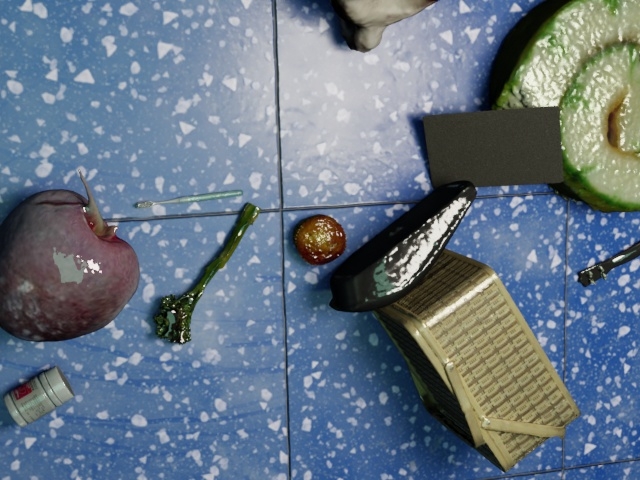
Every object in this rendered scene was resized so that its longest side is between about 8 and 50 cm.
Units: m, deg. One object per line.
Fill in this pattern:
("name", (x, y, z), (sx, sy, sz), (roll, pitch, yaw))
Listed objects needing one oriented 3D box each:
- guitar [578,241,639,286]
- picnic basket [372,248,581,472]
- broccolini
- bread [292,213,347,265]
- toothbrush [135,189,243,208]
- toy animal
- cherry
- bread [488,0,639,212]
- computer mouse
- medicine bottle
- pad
("guitar", (0.567, 0.008, 1.852), (0.271, 0.038, 0.083), (-28, 104, -9))
("picnic basket", (0.238, 0.195, 1.699), (0.175, 0.228, 0.312), (-36, 106, -8))
("broccolini", (-0.178, 0.048, 1.673), (0.058, 0.071, 0.254), (29, 83, 24))
("bread", (0.000, 0.000, 1.692), (0.085, 0.053, 0.085), (-3, 100, -14))
("toothbrush", (-0.201, -0.064, 1.649), (0.167, 0.014, 0.011), (-8, 93, -13))
("toy animal", (0.059, -0.460, 1.552), (0.194, 0.303, 0.344), (-9, 78, -18))
("cherry", (-0.373, 0.038, 1.535), (0.266, 0.183, 0.213), (-41, 90, 17))
("bread", (0.457, -0.227, 1.734), (0.382, 0.129, 0.366), (-4, 101, -13))
("computer mouse", (0.138, 0.019, 1.668), (0.295, 0.168, 0.087), (-40, 99, -7))
("medicine bottle", (-0.427, 0.236, 1.618), (0.091, 0.058, 0.058), (-30, 106, -8))
("pad", (0.274, -0.145, 1.689), (0.212, 0.003, 0.142), (-2, 125, 15))
